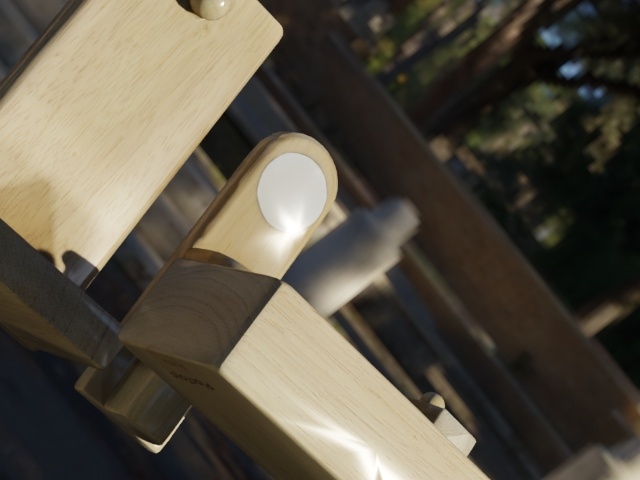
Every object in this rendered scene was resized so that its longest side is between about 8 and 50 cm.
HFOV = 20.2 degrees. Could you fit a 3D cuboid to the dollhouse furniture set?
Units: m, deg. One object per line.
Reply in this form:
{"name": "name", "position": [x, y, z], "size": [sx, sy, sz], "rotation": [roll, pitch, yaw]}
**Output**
{"name": "dollhouse furniture set", "position": [0.000, 0.000, 0.476], "size": [0.144, 0.123, 0.151], "rotation": [45, -18, -27]}
